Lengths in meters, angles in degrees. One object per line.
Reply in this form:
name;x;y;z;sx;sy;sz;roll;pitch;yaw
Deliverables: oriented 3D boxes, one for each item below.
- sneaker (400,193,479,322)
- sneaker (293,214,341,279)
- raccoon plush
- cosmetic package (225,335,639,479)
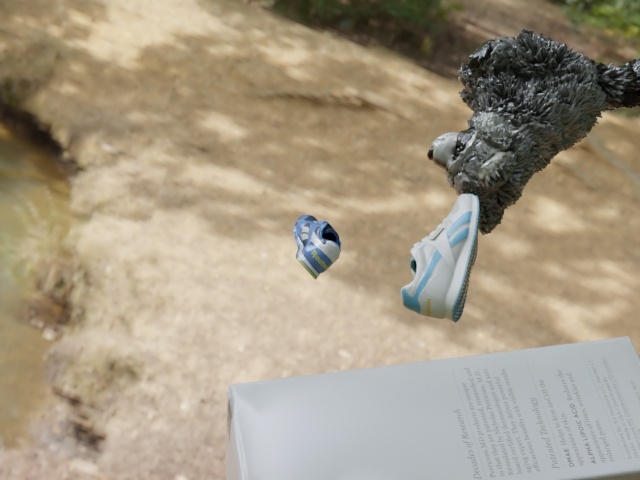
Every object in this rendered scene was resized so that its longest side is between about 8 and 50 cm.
sneaker;0.184;0.014;1.986;0.092;0.087;0.229;10;50;14
sneaker;0.000;0.000;1.821;0.053;0.059;0.144;44;15;-23
raccoon plush;0.397;-0.185;2.177;0.446;0.216;0.299;-12;47;14
cosmetic package;0.109;0.227;1.227;0.384;0.217;0.156;-8;47;-9
